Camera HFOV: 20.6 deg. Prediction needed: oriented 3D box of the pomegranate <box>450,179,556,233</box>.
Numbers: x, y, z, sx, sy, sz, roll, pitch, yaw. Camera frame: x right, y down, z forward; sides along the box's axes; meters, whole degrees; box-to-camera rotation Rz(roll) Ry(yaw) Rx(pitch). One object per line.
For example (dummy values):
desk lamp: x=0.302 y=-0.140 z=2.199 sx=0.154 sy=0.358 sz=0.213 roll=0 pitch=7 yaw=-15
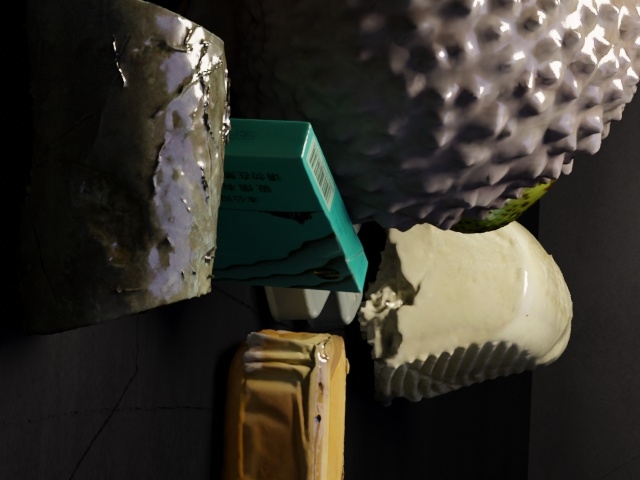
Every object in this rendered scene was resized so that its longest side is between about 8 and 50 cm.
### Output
pomegranate: x=0.136 y=-0.134 z=1.906 sx=0.276 sy=0.222 sz=0.204 roll=38 pitch=55 yaw=-35

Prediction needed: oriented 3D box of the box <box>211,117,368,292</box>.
box: x=-0.060 y=-0.028 z=1.479 sx=0.226 sy=0.160 sz=0.042 roll=66 pitch=33 yaw=-57

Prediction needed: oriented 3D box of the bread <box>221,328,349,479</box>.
bread: x=-0.034 y=0.207 z=1.700 sx=0.136 sy=0.107 sz=0.241 roll=15 pitch=78 yaw=-77

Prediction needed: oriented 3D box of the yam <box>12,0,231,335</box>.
yam: x=-0.139 y=-0.061 z=1.238 sx=0.154 sy=0.154 sz=0.255 roll=7 pitch=82 yaw=-74

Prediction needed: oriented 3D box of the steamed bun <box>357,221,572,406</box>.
steamed bun: x=0.165 y=0.044 z=2.213 sx=0.290 sy=0.273 sz=0.272 roll=40 pitch=38 yaw=-75

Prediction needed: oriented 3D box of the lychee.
lychee: x=0.083 y=-0.198 z=1.567 sx=0.380 sy=0.432 sz=0.380 roll=176 pitch=-90 yaw=-77

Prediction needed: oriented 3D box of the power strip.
power strip: x=-0.001 y=0.000 z=1.883 sx=0.265 sy=0.059 sz=0.194 roll=-64 pitch=147 yaw=-55
